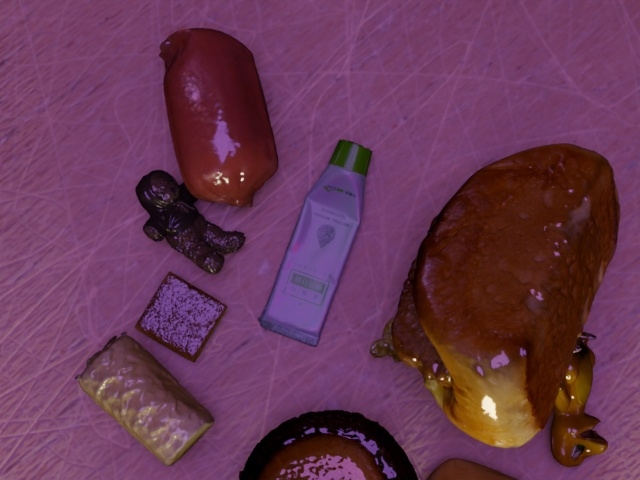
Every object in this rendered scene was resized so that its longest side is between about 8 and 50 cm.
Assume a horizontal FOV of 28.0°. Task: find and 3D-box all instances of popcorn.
[{"bbox_3d":[0.103,0.134,1.700,0.083,0.060,0.068,-27,43,-9],"label":"popcorn"}]

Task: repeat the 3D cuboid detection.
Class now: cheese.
[{"bbox_3d":[-0.224,0.207,1.664,0.167,0.123,0.094,41,80,7],"label":"cheese"}]

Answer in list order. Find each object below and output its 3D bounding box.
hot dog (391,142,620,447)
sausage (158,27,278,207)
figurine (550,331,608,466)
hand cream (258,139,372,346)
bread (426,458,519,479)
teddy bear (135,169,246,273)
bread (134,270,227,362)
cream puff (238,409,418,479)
[{"bbox_3d":[0.220,0.053,1.608,0.223,0.185,0.405,8,51,30],"label":"hot dog"},{"bbox_3d":[-0.135,-0.166,1.700,0.148,0.148,0.255,-10,82,0],"label":"sausage"},{"bbox_3d":[0.306,0.211,1.680,0.122,0.121,0.176,-9,92,28],"label":"figurine"},{"bbox_3d":[0.000,0.000,1.731,0.079,0.050,0.275,19,88,30],"label":"hand cream"},{"bbox_3d":[0.225,0.375,1.650,0.217,0.098,0.147,19,87,4],"label":"bread"},{"bbox_3d":[-0.185,-0.023,1.717,0.160,0.078,0.119,46,45,-5],"label":"teddy bear"},{"bbox_3d":[-0.187,0.103,1.719,0.094,0.035,0.090,30,85,4],"label":"bread"},{"bbox_3d":[0.012,0.334,1.622,0.239,0.165,0.239,-1,78,6],"label":"cream puff"}]
